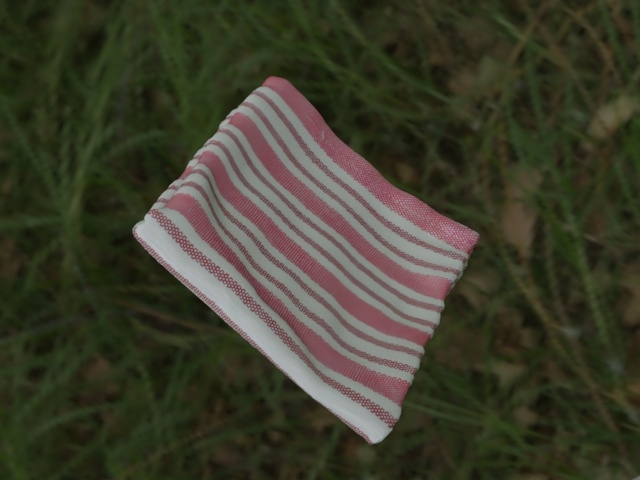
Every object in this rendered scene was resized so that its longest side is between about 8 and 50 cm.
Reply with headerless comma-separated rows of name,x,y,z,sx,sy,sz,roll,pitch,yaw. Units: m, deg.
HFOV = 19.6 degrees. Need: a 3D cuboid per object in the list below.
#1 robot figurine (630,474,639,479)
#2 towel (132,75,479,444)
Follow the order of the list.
robot figurine,0.064,0.180,0.363,0.353,0.199,0.300,141,140,-67
towel,0.000,0.000,0.874,0.029,0.144,0.197,-48,4,28
